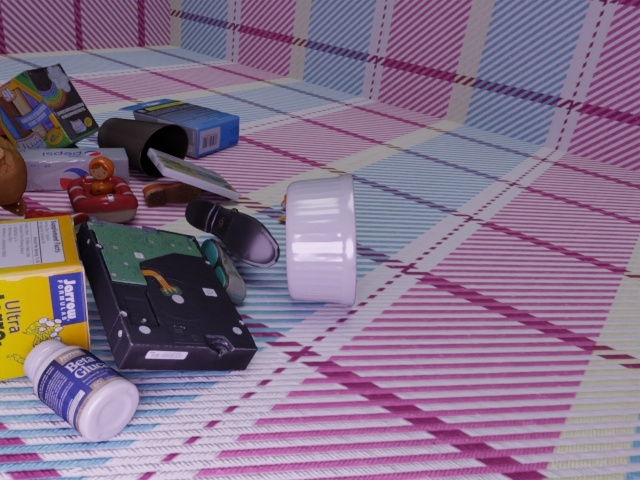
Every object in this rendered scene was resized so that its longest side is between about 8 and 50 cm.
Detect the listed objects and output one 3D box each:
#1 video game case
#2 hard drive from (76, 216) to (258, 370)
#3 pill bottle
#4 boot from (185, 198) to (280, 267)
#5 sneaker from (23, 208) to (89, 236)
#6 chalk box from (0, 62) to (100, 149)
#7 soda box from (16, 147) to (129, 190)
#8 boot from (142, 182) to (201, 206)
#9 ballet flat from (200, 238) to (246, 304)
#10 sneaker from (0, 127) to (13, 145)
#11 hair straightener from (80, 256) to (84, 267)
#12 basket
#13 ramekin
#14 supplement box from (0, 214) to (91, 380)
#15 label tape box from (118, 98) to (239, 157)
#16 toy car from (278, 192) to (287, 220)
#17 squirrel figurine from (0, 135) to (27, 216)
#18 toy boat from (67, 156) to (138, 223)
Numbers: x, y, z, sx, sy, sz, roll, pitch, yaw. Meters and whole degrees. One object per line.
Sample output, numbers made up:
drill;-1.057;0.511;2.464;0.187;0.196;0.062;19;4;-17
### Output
video game case;-0.363;-0.188;1.583;0.227;0.026;0.206;19;13;-34
hard drive;-0.282;0.092;0.992;0.237;0.064;0.339;12;29;-43
pill bottle;-0.359;0.214;0.823;0.170;0.094;0.094;23;31;28
boot;-0.169;-0.023;1.298;0.263;0.091;0.229;32;6;17
sneaker;-0.632;-0.015;1.233;0.128;0.086;0.221;7;13;17
chalk box;-0.804;-0.345;1.653;0.179;0.288;0.180;-21;19;17
soda box;-0.686;-0.199;1.545;0.287;0.091;0.098;-5;30;-24
boot;-0.415;-0.139;1.545;0.158;0.059;0.085;-10;27;-30
ballet flat;-0.210;0.069;1.199;0.068;0.072;0.213;25;16;-33
sneaker;-1.015;-0.311;1.647;0.314;0.115;0.136;-9;33;-30
hair straightener;-0.487;0.025;1.146;0.089;0.047;0.230;-3;8;-2
basket;-0.559;-0.298;1.716;0.227;0.154;0.204;18;43;27
ramekin;0.000;0.000;1.160;0.135;0.277;0.277;-1;27;-1
supplement box;-0.567;0.099;0.880;0.357;0.195;0.194;-7;30;-25
label tape box;-0.503;-0.410;1.992;0.348;0.115;0.249;17;28;22
toy car;-0.102;-0.094;1.546;0.041;0.060;0.122;-18;12;20
squirrel figurine;-0.812;-0.090;1.132;0.371;0.280;0.396;-1;44;-14
toy boat;-0.546;-0.136;1.394;0.151;0.151;0.231;-9;31;-29
